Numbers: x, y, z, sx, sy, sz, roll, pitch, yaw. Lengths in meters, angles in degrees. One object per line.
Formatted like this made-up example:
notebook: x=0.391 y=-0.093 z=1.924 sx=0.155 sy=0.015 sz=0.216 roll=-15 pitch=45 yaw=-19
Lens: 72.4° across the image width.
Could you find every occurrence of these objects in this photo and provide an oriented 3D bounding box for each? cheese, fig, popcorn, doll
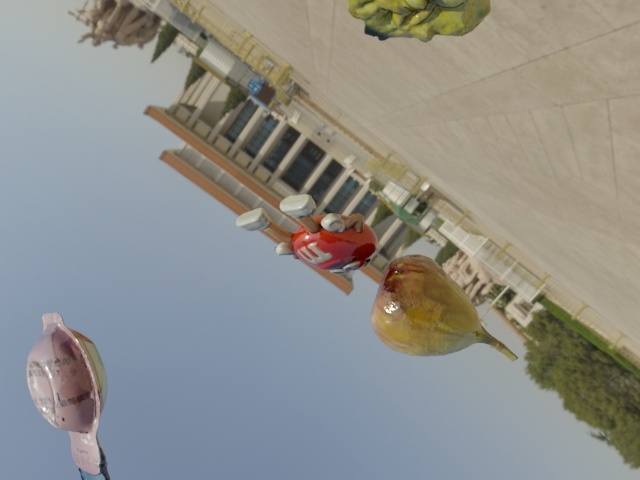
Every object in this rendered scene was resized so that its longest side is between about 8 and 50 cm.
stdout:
cheese: x=-0.365 y=0.245 z=0.650 sx=0.074 sy=0.188 sz=0.286 roll=-17 pitch=-89 yaw=-51
fig: x=0.203 y=0.132 z=0.698 sx=0.257 sy=0.159 sz=0.159 roll=28 pitch=-168 yaw=-3
popcorn: x=0.162 y=-0.452 z=0.711 sx=0.286 sy=0.215 sz=0.252 roll=12 pitch=176 yaw=-5
doll: x=0.000 y=0.000 z=0.674 sx=0.217 sy=0.183 sz=0.085 roll=25 pitch=-118 yaw=-40
